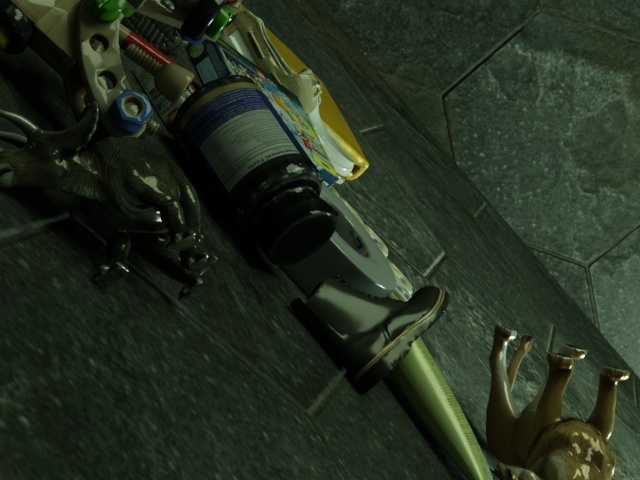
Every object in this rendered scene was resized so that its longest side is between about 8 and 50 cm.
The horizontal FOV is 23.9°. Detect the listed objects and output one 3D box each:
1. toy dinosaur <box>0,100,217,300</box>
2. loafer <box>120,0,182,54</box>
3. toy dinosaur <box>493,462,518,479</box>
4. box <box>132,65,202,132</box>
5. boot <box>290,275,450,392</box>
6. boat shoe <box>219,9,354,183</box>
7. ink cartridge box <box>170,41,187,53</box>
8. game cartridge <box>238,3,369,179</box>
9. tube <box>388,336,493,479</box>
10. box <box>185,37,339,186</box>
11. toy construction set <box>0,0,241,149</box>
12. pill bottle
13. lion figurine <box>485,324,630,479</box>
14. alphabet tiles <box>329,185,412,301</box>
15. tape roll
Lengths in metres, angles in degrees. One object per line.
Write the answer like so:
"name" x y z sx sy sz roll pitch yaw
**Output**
"toy dinosaur" -0.160 -0.038 1.387 0.313 0.121 0.160 18 47 -60
"loafer" -0.266 -0.343 2.025 0.251 0.094 0.087 56 2 9
"toy dinosaur" 0.238 0.339 1.695 0.183 0.093 0.053 51 13 6
"box" -0.149 -0.155 1.957 0.207 0.036 0.114 31 22 -55
"boot" 0.064 0.074 1.798 0.137 0.077 0.198 45 38 2
"boat shoe" -0.047 -0.217 2.293 0.302 0.103 0.113 45 6 -9
"ink cartridge box" -0.216 -0.289 2.138 0.048 0.028 0.083 50 13 1
"game cartridge" -0.060 -0.270 2.596 0.285 0.053 0.323 41 12 -33
"tube" 0.146 0.214 1.851 0.070 0.062 0.240 -19 69 -39
"box" -0.075 -0.167 2.028 0.233 0.044 0.159 32 27 -55
"toy construction set" -0.232 -0.235 1.573 0.237 0.257 0.309 36 -7 -5
"pill bottle" -0.075 -0.081 1.792 0.219 0.123 0.123 56 14 26
"lion figurine" 0.287 0.255 1.960 0.142 0.240 0.392 13 4 -4
"alphabet tiles" 0.034 -0.017 2.214 0.284 0.021 0.278 48 10 -7
"tape roll" 0.000 0.000 1.930 0.219 0.072 0.219 47 12 -14
